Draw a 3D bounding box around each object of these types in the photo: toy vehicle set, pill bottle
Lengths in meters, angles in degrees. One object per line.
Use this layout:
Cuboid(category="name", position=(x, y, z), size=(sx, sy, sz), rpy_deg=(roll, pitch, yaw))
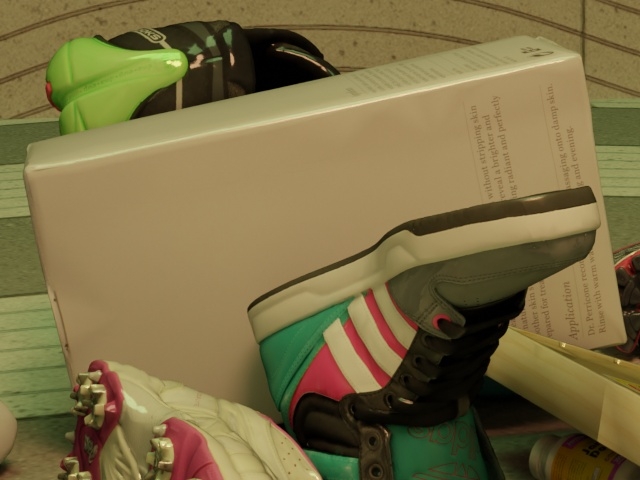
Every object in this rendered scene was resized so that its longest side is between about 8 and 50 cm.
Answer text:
Cuboid(category="toy vehicle set", position=(0.225, 0.115, 1.098), size=(0.166, 0.035, 0.267), rpy_deg=(17, 4, -23))
Cuboid(category="pill bottle", position=(0.167, 0.143, 1.097), size=(0.043, 0.043, 0.083), rpy_deg=(-10, 15, -36))

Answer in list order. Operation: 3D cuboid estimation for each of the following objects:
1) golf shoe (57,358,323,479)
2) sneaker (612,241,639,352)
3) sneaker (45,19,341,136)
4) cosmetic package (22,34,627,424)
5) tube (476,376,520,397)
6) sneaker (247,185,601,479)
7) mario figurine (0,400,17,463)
Cuboid(category="golf shoe", position=(-0.044, 0.145, 0.965), size=(0.140, 0.115, 0.306), rpy_deg=(10, 14, -24))
Cuboid(category="sneaker", position=(0.362, 0.024, 1.457), size=(0.299, 0.121, 0.112), rpy_deg=(-3, 10, -4))
Cuboid(category="sneaker", position=(-0.053, -0.064, 1.516), size=(0.202, 0.185, 0.483), rpy_deg=(-17, -12, 13))
Cuboid(category="cosmetic package", position=(0.000, 0.000, 1.260), size=(0.385, 0.217, 0.156), rpy_deg=(-10, 12, -4))
Cuboid(category="tube", position=(0.090, 0.095, 1.336), size=(0.207, 0.052, 0.080), rpy_deg=(-4, 3, 12))
Cuboid(category="sneaker", position=(0.069, 0.085, 1.047), size=(0.123, 0.178, 0.295), rpy_deg=(-10, -10, -35))
Cuboid(category="mario figurine", position=(-0.327, 0.098, 1.158), size=(0.170, 0.198, 0.320), rpy_deg=(-36, -13, 15))
